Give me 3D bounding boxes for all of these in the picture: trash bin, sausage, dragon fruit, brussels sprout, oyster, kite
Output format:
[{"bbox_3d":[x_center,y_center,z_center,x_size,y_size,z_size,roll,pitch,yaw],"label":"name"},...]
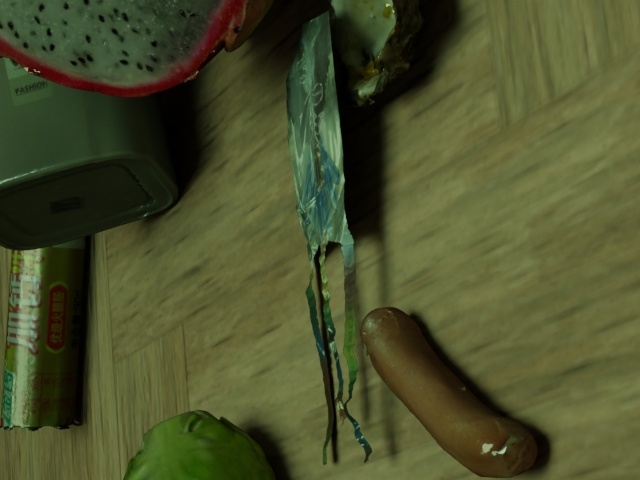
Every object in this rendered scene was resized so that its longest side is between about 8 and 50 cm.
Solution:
[{"bbox_3d":[-0.235,-0.141,1.457,0.219,0.220,0.250,54,-160,-72],"label":"trash bin"},{"bbox_3d":[-0.259,-0.002,1.658,0.082,0.082,0.371,4,91,63],"label":"sausage"},{"bbox_3d":[-0.141,-0.276,1.246,0.305,0.305,0.226,-60,1,42],"label":"dragon fruit"},{"bbox_3d":[0.074,0.094,1.042,0.186,0.043,0.043,45,127,56],"label":"sausage"},{"bbox_3d":[-0.093,0.202,1.272,0.155,0.117,0.155,26,120,57],"label":"brussels sprout"},{"bbox_3d":[0.039,-0.139,1.112,0.148,0.051,0.103,132,138,-58],"label":"oyster"},{"bbox_3d":[0.002,0.000,1.196,0.169,0.015,0.310,152,115,-76],"label":"kite"}]
